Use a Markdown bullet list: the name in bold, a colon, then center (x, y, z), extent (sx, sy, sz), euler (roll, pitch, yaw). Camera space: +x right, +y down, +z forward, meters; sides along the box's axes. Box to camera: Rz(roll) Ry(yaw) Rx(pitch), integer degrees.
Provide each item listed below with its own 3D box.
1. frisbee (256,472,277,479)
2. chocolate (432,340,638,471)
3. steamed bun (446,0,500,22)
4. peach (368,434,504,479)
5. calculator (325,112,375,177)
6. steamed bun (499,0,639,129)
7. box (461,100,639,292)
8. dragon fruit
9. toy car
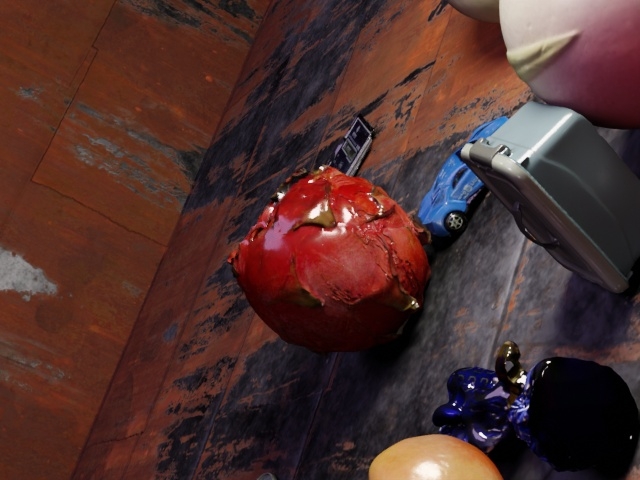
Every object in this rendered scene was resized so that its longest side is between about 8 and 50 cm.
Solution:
- **frisbee**: center (-0.104, 0.449, 1.937), extent (0.110, 0.014, 0.110), euler (-52, 21, 30)
- **chocolate**: center (0.227, 0.190, 1.311), extent (0.343, 0.126, 0.148), euler (156, 101, -72)
- **steamed bun**: center (0.323, -0.500, 1.836), extent (0.324, 0.206, 0.324), euler (-52, 22, 31)
- **peach**: center (0.131, 0.310, 1.280), extent (0.184, 0.184, 0.184), euler (-51, 22, 29)
- **calculator**: center (0.028, -0.131, 2.361), extent (0.274, 0.028, 0.165), euler (-58, 16, 11)
- **steamed bun**: center (0.359, -0.242, 1.282), extent (0.309, 0.309, 0.309), euler (-51, 22, 29)
- **box**: center (0.282, -0.053, 1.320), extent (0.130, 0.227, 0.162), euler (-47, 19, -1)
- **dragon fruit**: center (0.016, 0.031, 1.771), extent (0.295, 0.302, 0.295), euler (-59, 14, 24)
- **toy car**: center (0.225, -0.103, 1.765), extent (0.216, 0.063, 0.103), euler (-57, 19, 15)
